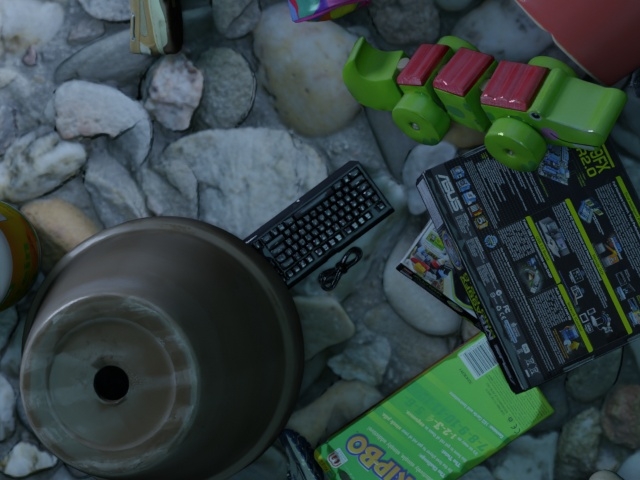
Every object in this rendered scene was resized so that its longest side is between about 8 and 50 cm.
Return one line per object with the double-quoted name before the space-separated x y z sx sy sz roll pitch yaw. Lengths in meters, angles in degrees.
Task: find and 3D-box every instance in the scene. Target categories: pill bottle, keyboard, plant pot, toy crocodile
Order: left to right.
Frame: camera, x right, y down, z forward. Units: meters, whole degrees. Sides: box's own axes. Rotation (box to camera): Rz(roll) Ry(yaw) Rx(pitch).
"pill bottle" -0.397 0.025 1.851 0.136 0.246 0.136 0 94 2
"plant pot" -0.192 0.139 1.823 0.323 0.280 0.323 0 93 6
"keyboard" 0.000 0.000 1.947 0.180 0.023 0.108 -37 92 5
"toy crocodile" 0.174 -0.161 1.825 0.340 0.105 0.115 18 65 41
"plant pot" 0.331 -0.316 1.809 0.275 0.275 0.243 45 105 -1

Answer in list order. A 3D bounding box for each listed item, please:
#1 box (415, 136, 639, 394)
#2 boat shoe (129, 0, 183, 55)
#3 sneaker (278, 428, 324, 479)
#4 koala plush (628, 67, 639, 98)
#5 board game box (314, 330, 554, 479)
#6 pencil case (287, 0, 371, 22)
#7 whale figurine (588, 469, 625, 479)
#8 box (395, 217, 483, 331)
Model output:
"box" 0.259 0.007 1.879 0.216 0.060 0.270 -24 84 -9
"boat shoe" -0.203 -0.305 1.918 0.072 0.068 0.190 -2 94 14
"sneaker" -0.024 0.285 1.952 0.058 0.052 0.135 -25 90 11
"koala plush" 0.455 -0.160 1.842 0.221 0.196 0.203 5 104 -2
"board game box" 0.129 0.220 1.949 0.259 0.039 0.124 -35 90 1
"pencil case" -0.018 -0.362 1.891 0.104 0.104 0.236 -17 91 3
"whale figurine" 0.332 0.364 1.919 0.272 0.141 0.216 -3 93 27
"box" 0.202 0.045 1.919 0.207 0.036 0.114 36 76 0
